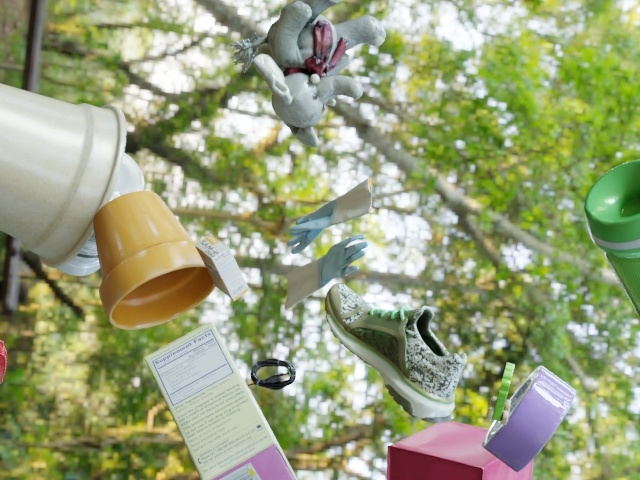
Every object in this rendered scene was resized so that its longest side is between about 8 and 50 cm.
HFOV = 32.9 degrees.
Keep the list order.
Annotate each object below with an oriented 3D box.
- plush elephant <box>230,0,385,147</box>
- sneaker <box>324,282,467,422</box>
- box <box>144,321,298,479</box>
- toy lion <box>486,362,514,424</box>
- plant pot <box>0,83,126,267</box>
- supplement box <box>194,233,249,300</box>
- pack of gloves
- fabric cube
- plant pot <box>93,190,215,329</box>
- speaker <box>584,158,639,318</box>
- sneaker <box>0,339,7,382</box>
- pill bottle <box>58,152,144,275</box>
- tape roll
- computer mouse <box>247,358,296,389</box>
[{"bbox_3d":[-0.021,-0.354,2.275,0.272,0.330,0.255,43,29,-64],"label":"plush elephant"},{"bbox_3d":[0.174,0.196,2.303,0.410,0.158,0.182,44,-67,35],"label":"sneaker"},{"bbox_3d":[-0.140,0.287,1.631,0.243,0.117,0.213,57,-8,38],"label":"box"},{"bbox_3d":[0.294,0.240,1.735,0.100,0.034,0.096,-28,131,-75],"label":"toy lion"},{"bbox_3d":[-0.576,-0.154,2.005,0.334,0.305,0.334,-35,-137,41],"label":"plant pot"},{"bbox_3d":[-0.162,0.045,1.784,0.062,0.036,0.098,33,-27,49],"label":"supplement box"},{"bbox_3d":[0.000,0.000,2.034,0.232,0.046,0.195,-31,-137,39],"label":"pack of gloves"},{"bbox_3d":[0.322,0.590,2.525,0.254,0.258,0.259,8,-80,34],"label":"fabric cube"},{"bbox_3d":[-0.307,0.024,1.900,0.188,0.205,0.205,62,-30,23],"label":"plant pot"},{"bbox_3d":[0.425,0.045,1.301,0.131,0.296,0.131,-26,-147,18],"label":"speaker"},{"bbox_3d":[-0.571,0.159,1.695,0.221,0.128,0.087,68,-3,-45],"label":"sneaker"},{"bbox_3d":[-0.495,-0.057,2.341,0.283,0.161,0.161,125,-31,-46],"label":"pill bottle"},{"bbox_3d":[0.386,0.330,2.010,0.189,0.080,0.189,-54,173,-10],"label":"tape roll"},{"bbox_3d":[-0.145,0.252,1.792,0.242,0.041,0.071,-27,-109,25],"label":"computer mouse"}]
